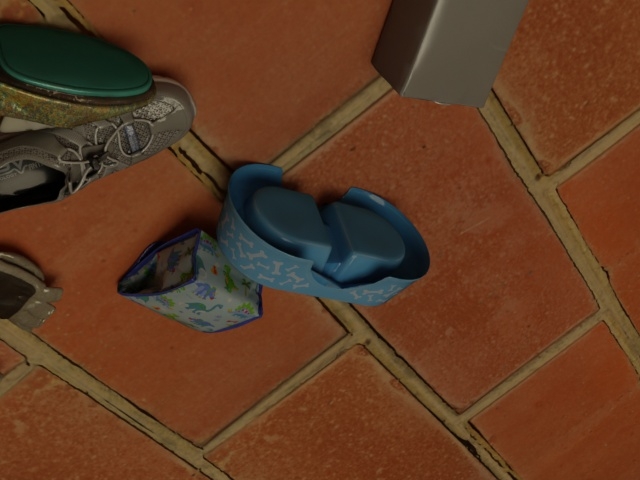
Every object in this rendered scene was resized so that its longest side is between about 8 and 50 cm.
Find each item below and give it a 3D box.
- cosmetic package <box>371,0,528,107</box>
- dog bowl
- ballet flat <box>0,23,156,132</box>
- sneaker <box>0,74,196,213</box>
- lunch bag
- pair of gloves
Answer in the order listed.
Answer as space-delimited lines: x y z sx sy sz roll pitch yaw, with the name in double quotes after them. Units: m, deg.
0.164 -0.284 1.117 0.127 0.107 0.238 6 124 -28 "cosmetic package"
0.000 0.000 1.216 0.297 0.166 0.074 13 130 -32 "dog bowl"
-0.345 -0.164 0.963 0.348 0.123 0.123 7 121 -30 "ballet flat"
-0.263 -0.089 1.050 0.281 0.115 0.105 -24 131 -7 "sneaker"
-0.166 0.061 1.224 0.151 0.096 0.128 -25 138 34 "lunch bag"
-0.447 0.096 1.152 0.204 0.042 0.240 26 112 -40 "pair of gloves"
